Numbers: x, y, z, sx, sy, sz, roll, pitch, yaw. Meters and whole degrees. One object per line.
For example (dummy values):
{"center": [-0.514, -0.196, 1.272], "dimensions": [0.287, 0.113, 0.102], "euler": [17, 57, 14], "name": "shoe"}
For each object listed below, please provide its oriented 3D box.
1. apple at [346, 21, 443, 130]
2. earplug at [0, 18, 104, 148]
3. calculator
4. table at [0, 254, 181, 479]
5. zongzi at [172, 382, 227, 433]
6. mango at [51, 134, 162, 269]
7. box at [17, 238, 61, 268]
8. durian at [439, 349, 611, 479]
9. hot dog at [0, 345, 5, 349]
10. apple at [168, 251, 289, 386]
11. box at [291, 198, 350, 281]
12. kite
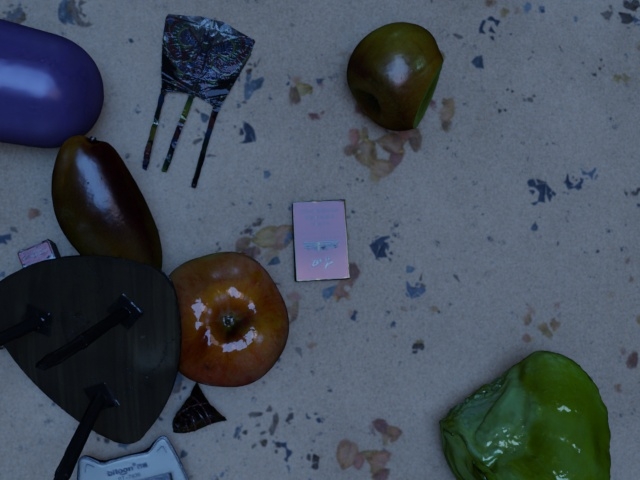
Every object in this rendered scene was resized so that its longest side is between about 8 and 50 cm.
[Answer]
{"center": [0.128, -0.269, 1.276], "dimensions": [0.147, 0.146, 0.163], "euler": [-40, 88, -13], "name": "apple"}
{"center": [-0.552, -0.253, 1.165], "dimensions": [0.456, 0.215, 0.215], "euler": [11, 83, -9], "name": "earplug"}
{"center": [-0.271, 0.442, 1.203], "dimensions": [0.177, 0.040, 0.268], "euler": [-12, 86, -8], "name": "calculator"}
{"center": [-0.382, 0.185, 1.044], "dimensions": [0.317, 0.249, 0.317], "euler": [6, 112, 14], "name": "table"}
{"center": [-0.184, 0.273, 1.226], "dimensions": [0.073, 0.067, 0.083], "euler": [31, 64, 4], "name": "zongzi"}
{"center": [-0.328, -0.032, 1.205], "dimensions": [0.133, 0.111, 0.267], "euler": [-23, 104, -7], "name": "mango"}
{"center": [-0.401, 0.108, 1.223], "dimensions": [0.055, 0.039, 0.218], "euler": [-23, 87, -7], "name": "box"}
{"center": [0.320, 0.332, 1.208], "dimensions": [0.340, 0.204, 0.256], "euler": [-36, 78, -10], "name": "durian"}
{"center": [-0.484, 0.126, 1.212], "dimensions": [0.058, 0.035, 0.083], "euler": [36, 82, -2], "name": "hot dog"}
{"center": [-0.147, 0.117, 1.190], "dimensions": [0.209, 0.164, 0.209], "euler": [1, 85, -9], "name": "apple"}
{"center": [0.000, 0.000, 1.292], "dimensions": [0.090, 0.023, 0.133], "euler": [-2, 84, -5], "name": "box"}
{"center": [-0.211, -0.233, 1.294], "dimensions": [0.152, 0.015, 0.285], "euler": [14, 82, -5], "name": "kite"}
